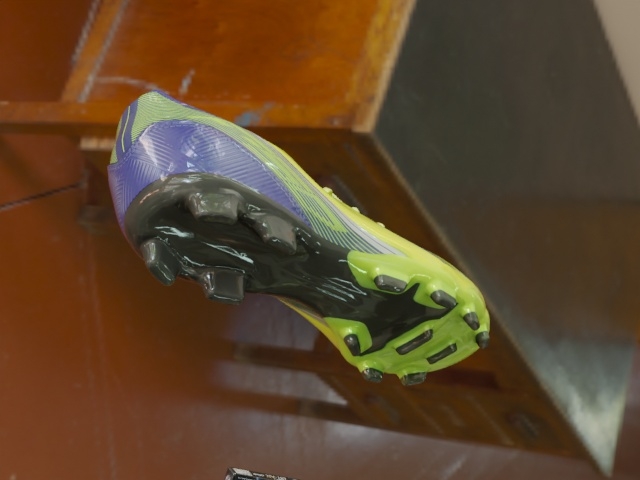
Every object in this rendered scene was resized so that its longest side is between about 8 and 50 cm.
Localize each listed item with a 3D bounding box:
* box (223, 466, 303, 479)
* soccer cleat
[{"bbox_3d":[-0.060,0.260,1.154,0.083,0.018,0.067,17,95,-25],"label":"box"},{"bbox_3d":[0.001,-0.001,0.695,0.289,0.093,0.121,27,33,-41],"label":"soccer cleat"}]
